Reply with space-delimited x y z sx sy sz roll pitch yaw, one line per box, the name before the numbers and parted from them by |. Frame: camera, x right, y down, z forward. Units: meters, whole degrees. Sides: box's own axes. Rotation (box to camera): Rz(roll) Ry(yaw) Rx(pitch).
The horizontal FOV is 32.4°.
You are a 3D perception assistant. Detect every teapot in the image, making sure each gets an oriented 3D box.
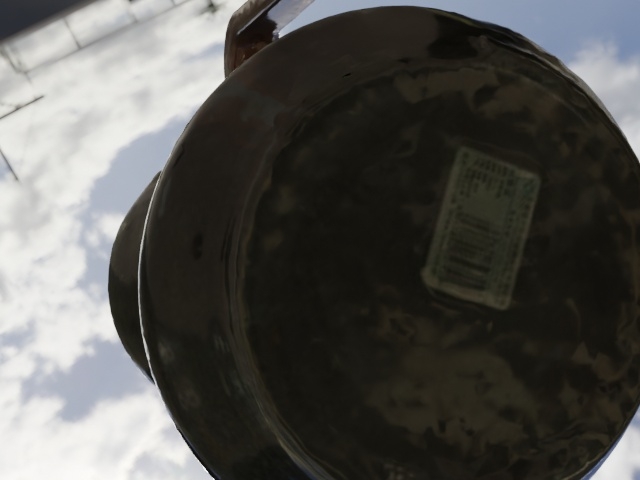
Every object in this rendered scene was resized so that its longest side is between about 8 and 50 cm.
teapot | 0.000 0.000 0.616 0.253 0.300 0.344 -4 180 -21
